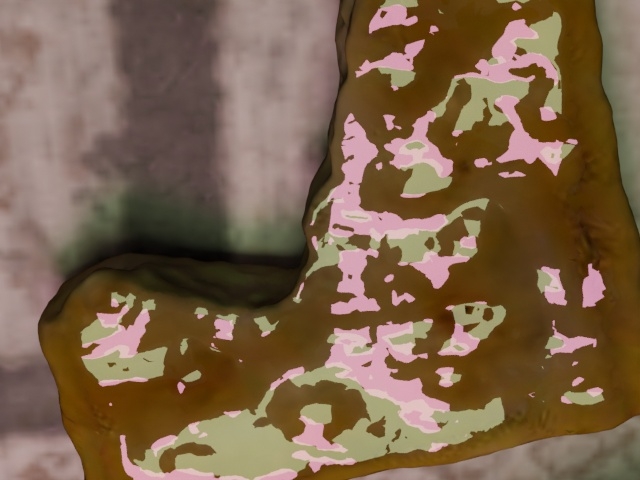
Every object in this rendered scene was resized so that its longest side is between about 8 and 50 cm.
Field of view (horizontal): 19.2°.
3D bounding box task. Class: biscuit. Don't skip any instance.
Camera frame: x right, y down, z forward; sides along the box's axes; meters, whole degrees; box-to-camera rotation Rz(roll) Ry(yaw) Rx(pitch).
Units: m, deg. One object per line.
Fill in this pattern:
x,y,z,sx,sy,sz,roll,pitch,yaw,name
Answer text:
0.000,0.000,0.533,0.183,0.039,0.174,-16,121,5,biscuit
